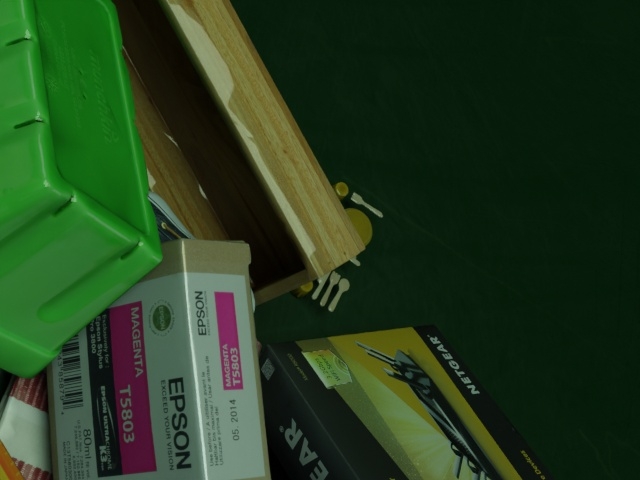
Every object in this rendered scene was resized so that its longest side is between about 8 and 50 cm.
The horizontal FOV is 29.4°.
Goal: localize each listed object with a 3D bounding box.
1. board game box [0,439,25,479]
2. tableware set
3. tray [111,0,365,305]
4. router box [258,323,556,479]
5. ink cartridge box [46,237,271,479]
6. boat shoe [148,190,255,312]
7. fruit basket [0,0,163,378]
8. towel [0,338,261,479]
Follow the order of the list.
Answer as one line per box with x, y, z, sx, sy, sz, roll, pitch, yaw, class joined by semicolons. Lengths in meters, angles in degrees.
-0.403;0.253;0.797;0.356;0.356;0.356;-35;102;-35;board game box
0.000;0.000;1.369;0.104;0.024;0.154;36;60;-15;tableware set
-0.129;-0.133;1.215;0.076;0.203;0.411;-31;93;-36;tray
0.097;0.226;1.216;0.243;0.081;0.309;-3;45;-42;router box
-0.149;0.128;1.075;0.088;0.193;0.235;7;73;-51;ink cartridge box
-0.151;0.026;1.201;0.183;0.065;0.083;42;29;16;boat shoe
-0.358;-0.069;1.040;0.283;0.392;0.392;41;50;-57;fruit basket
-0.201;0.198;1.169;0.237;0.037;0.329;30;63;-24;towel
